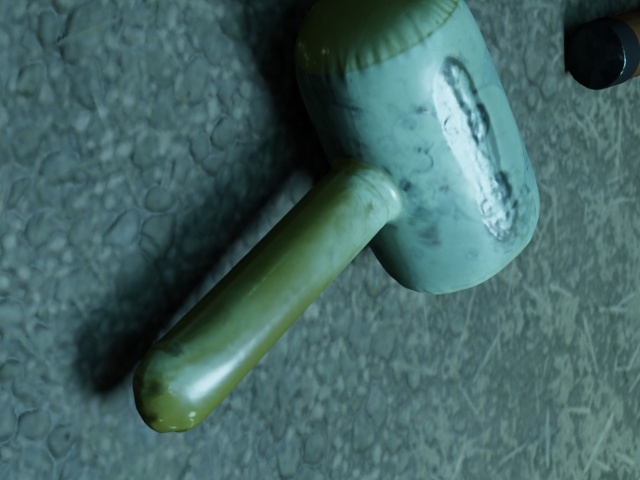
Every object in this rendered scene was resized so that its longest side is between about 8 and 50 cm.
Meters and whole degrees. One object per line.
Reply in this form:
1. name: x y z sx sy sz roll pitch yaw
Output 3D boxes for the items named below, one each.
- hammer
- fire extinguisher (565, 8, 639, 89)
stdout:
1. hammer: 0.000 0.000 1.086 0.305 0.113 0.202 -47 127 -29
2. fire extinguisher: 0.242 -0.144 1.403 0.177 0.050 0.062 -19 130 -48
